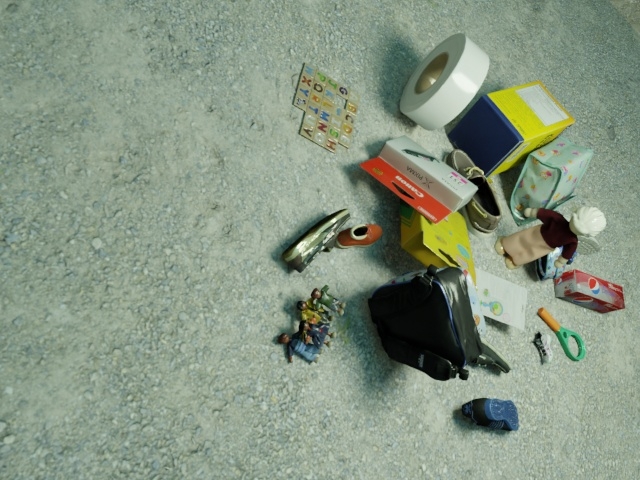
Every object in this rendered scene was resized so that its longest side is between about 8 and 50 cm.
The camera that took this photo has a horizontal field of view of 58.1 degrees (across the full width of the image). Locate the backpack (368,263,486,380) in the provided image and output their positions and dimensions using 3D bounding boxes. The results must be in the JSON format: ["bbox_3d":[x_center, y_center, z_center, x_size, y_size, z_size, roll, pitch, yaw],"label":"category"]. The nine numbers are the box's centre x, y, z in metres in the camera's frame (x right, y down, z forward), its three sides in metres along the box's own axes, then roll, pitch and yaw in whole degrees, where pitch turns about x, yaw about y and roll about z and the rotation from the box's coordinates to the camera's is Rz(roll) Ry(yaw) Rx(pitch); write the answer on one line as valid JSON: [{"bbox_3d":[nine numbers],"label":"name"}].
[{"bbox_3d":[0.258,0.184,1.422,0.213,0.263,0.276,-17,95,-45],"label":"backpack"}]

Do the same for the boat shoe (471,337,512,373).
[{"bbox_3d":[0.456,0.318,1.636,0.233,0.084,0.079,37,94,-25],"label":"boat shoe"}]

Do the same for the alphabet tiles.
[{"bbox_3d":[0.015,-0.366,1.623,0.198,0.009,0.237,25,60,-24],"label":"alphabet tiles"}]

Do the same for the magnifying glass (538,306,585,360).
[{"bbox_3d":[0.792,0.304,1.884,0.231,0.026,0.092,44,55,-12],"label":"magnifying glass"}]

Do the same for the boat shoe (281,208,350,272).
[{"bbox_3d":[0.000,0.000,1.438,0.223,0.080,0.073,-39,101,-32],"label":"boat shoe"}]

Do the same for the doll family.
[{"bbox_3d":[-0.024,0.196,1.348,0.111,0.076,0.193,32,61,-26],"label":"doll family"}]

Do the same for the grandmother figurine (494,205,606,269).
[{"bbox_3d":[0.690,-0.018,1.735,0.208,0.342,0.104,47,54,-11],"label":"grandmother figurine"}]

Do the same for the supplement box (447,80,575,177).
[{"bbox_3d":[0.631,-0.369,1.899,0.356,0.195,0.194,-22,71,-37],"label":"supplement box"}]

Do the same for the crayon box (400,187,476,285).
[{"bbox_3d":[0.315,-0.010,1.572,0.202,0.081,0.318,37,31,-17],"label":"crayon box"}]

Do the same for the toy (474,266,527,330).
[{"bbox_3d":[0.507,0.173,1.723,0.237,0.056,0.137,23,65,-20],"label":"toy"}]

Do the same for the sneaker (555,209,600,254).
[{"bbox_3d":[0.914,-0.027,2.056,0.235,0.090,0.095,28,50,-24],"label":"sneaker"}]

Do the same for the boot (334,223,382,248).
[{"bbox_3d":[0.118,-0.017,1.516,0.158,0.084,0.059,-13,79,-38],"label":"boot"}]

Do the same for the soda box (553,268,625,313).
[{"bbox_3d":[0.926,0.177,1.978,0.263,0.092,0.083,18,63,-28],"label":"soda box"}]

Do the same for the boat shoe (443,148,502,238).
[{"bbox_3d":[0.466,-0.163,1.752,0.117,0.096,0.324,2,55,-18],"label":"boat shoe"}]

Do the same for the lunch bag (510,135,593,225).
[{"bbox_3d":[0.761,-0.182,1.922,0.223,0.262,0.160,-27,49,-36],"label":"lunch bag"}]

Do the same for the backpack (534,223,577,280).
[{"bbox_3d":[0.764,0.047,1.877,0.117,0.158,0.173,7,69,11],"label":"backpack"}]

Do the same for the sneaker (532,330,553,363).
[{"bbox_3d":[0.689,0.331,1.800,0.069,0.038,0.098,25,51,-23],"label":"sneaker"}]

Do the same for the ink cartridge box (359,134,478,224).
[{"bbox_3d":[0.275,-0.178,1.597,0.275,0.060,0.239,40,35,16],"label":"ink cartridge box"}]

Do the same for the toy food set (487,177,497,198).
[{"bbox_3d":[0.536,-0.153,1.873,0.132,0.038,0.192,11,67,-30],"label":"toy food set"}]

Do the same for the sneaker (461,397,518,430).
[{"bbox_3d":[0.469,0.473,1.578,0.232,0.090,0.081,34,53,-45],"label":"sneaker"}]

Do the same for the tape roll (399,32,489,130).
[{"bbox_3d":[0.366,-0.475,1.729,0.100,0.286,0.286,31,58,-20],"label":"tape roll"}]
